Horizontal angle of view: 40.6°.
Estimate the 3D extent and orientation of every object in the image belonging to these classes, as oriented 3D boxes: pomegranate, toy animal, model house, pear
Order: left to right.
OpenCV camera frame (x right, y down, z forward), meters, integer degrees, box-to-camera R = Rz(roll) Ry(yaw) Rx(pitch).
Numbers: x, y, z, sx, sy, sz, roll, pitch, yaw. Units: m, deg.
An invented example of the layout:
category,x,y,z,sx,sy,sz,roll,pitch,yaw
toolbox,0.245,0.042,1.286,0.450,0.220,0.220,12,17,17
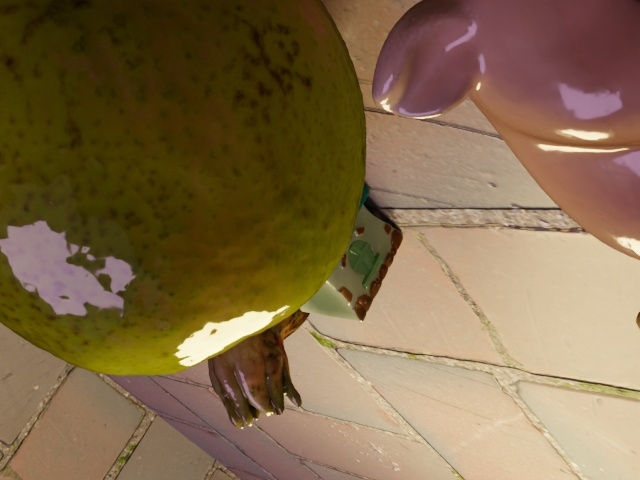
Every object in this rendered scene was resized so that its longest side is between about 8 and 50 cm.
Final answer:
category,x,y,z,sx,sy,sz,roll,pitch,yaw
pear,-0.148,-0.096,0.693,0.391,0.391,0.391,25,155,13
pomegranate,-0.111,0.082,1.072,0.222,0.276,0.204,4,178,-38
model house,0.000,0.000,0.959,0.100,0.127,0.149,4,148,44
toy animal,0.190,-0.094,0.489,0.213,0.195,0.256,-13,129,46

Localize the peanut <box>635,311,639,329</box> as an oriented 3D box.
category,x,y,z,sx,sy,sz,roll,pitch,yaw
peanut,0.359,0.052,0.660,0.136,0.120,0.298,40,157,-8
